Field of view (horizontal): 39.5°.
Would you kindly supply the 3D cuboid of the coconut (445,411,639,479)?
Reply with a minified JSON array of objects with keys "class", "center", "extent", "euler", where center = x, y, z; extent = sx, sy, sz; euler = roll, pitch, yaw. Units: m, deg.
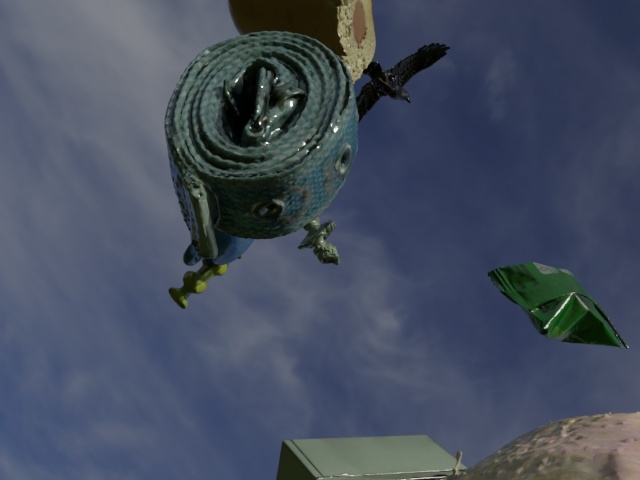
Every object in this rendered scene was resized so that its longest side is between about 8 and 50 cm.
[{"class":"coconut","center":[0.204,0.252,0.558],"extent":[0.297,0.297,0.254],"euler":[58,-34,-6]}]

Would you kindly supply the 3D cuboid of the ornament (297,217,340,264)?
[{"class":"ornament","center":[-0.002,-0.002,1.407],"extent":[0.068,0.092,0.041],"euler":[-18,-36,28]}]

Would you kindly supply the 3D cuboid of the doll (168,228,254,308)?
[{"class":"doll","center":[-0.090,-0.089,1.237],"extent":[0.099,0.341,0.346],"euler":[33,-37,0]}]

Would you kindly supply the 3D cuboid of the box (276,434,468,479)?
[{"class":"box","center":[0.058,0.384,1.163],"extent":[0.117,0.225,0.225],"euler":[28,-68,62]}]

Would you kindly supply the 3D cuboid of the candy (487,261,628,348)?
[{"class":"candy","center":[0.364,0.096,1.333],"extent":[0.078,0.203,0.141],"euler":[-47,-135,38]}]

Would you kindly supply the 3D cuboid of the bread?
[{"class":"bread","center":[-0.024,-0.245,0.955],"extent":[0.173,0.085,0.134],"euler":[22,-34,28]}]

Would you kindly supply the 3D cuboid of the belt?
[{"class":"belt","center":[-0.042,-0.082,0.649],"extent":[0.082,0.147,0.163],"euler":[84,-14,-49]}]

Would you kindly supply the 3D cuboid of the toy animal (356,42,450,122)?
[{"class":"toy animal","center":[0.112,-0.255,1.454],"extent":[0.220,0.108,0.062],"euler":[-37,-108,29]}]
